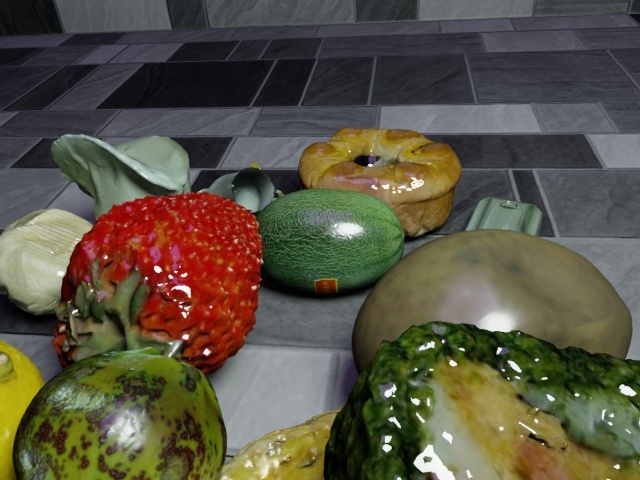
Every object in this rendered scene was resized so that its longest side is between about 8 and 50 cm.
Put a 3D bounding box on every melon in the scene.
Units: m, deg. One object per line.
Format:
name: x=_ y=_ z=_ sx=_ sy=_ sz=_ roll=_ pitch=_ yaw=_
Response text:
melon: x=0.000 y=0.000 z=0.972 sx=0.287 sy=0.182 sz=0.182 roll=3 pitch=37 yaw=8

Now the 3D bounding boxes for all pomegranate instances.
pomegranate: x=-0.198 y=0.248 z=0.579 sx=0.203 sy=0.222 sz=0.277 roll=-15 pitch=64 yaw=10

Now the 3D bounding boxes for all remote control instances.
remote control: x=0.308 y=0.023 z=1.002 sx=0.127 sy=0.066 sz=0.335 roll=14 pitch=41 yaw=22

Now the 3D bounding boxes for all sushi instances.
sushi: x=0.177 y=0.230 z=0.434 sx=0.351 sy=0.178 sz=0.294 roll=15 pitch=41 yaw=-4

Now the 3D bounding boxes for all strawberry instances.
strawberry: x=-0.231 y=0.053 z=0.841 sx=0.312 sy=0.267 sz=0.351 roll=-24 pitch=28 yaw=31

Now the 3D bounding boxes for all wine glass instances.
wine glass: x=-0.176 y=-0.077 z=1.081 sx=0.103 sy=0.103 sz=0.222 roll=-33 pitch=9 yaw=-33

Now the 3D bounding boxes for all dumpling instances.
dumpling: x=-0.339 y=-0.099 z=1.063 sx=0.270 sy=0.321 sz=0.211 roll=42 pitch=45 yaw=14

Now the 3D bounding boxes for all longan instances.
longan: x=0.212 y=0.122 z=0.714 sx=0.349 sy=0.289 sz=0.288 roll=-8 pitch=35 yaw=-16

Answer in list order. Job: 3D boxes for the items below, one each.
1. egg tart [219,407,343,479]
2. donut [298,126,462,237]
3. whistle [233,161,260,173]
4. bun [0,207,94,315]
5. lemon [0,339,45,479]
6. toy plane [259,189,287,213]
egg tart: x=-0.008 y=0.301 z=0.602 sx=0.290 sy=0.107 sz=0.291 roll=-20 pitch=15 yaw=6
donut: x=0.114 y=-0.122 z=1.136 sx=0.299 sy=0.150 sz=0.317 roll=-22 pitch=37 yaw=-31
whistle: x=-0.197 y=-0.150 z=1.321 sx=0.109 sy=0.046 sz=0.057 roll=-24 pitch=54 yaw=-15
bun: x=-0.486 y=0.046 z=1.011 sx=0.229 sy=0.145 sz=0.229 roll=26 pitch=20 yaw=-10
lemon: x=-0.447 y=0.234 z=0.629 sx=0.283 sy=0.261 sz=0.261 roll=-22 pitch=32 yaw=20
toy plane: x=-0.090 y=-0.078 z=1.208 sx=0.111 sy=0.040 sz=0.102 roll=8 pitch=40 yaw=16
